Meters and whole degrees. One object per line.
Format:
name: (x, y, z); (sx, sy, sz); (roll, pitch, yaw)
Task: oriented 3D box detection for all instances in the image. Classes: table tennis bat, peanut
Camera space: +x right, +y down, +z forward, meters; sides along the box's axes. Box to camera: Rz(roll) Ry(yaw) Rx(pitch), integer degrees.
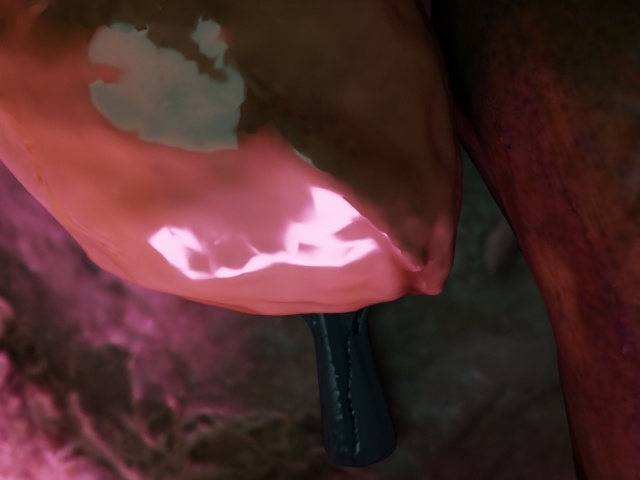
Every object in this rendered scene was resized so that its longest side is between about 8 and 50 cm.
table tennis bat: (0.000, 0.000, 0.779); (0.124, 0.033, 0.201); (-5, 107, 19)
peanut: (-0.083, -0.096, 0.636); (0.340, 0.158, 0.174); (39, 133, 46)

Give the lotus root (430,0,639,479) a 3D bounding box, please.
lotus root: (0.166, -0.007, 0.635); (0.250, 0.250, 0.346); (-20, 100, 18)
